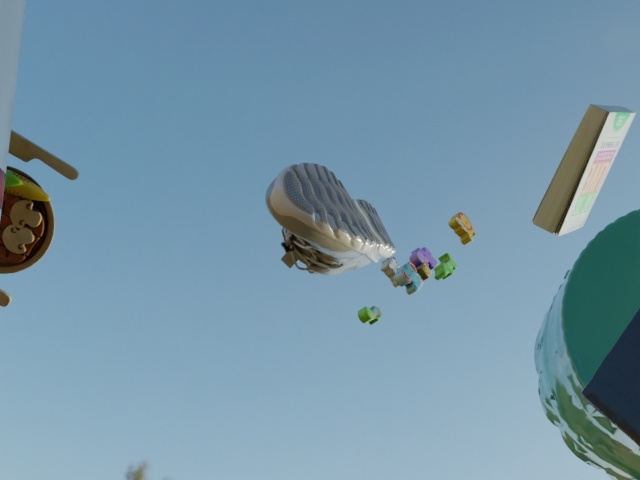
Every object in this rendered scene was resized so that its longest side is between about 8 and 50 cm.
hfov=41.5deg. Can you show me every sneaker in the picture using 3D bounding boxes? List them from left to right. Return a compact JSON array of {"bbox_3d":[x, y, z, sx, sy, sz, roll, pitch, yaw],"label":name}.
[{"bbox_3d":[0.000,0.000,0.965,0.115,0.105,0.281,-33,-23,12],"label":"sneaker"}]

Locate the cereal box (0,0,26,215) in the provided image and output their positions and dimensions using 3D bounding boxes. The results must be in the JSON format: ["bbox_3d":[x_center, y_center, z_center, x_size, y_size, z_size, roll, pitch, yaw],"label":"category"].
[{"bbox_3d":[-0.251,-0.141,0.512,0.047,0.240,0.173,-12,-27,13],"label":"cereal box"}]

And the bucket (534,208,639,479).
[{"bbox_3d":[0.348,0.104,0.809,0.281,0.281,0.183,13,-20,16],"label":"bucket"}]

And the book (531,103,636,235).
[{"bbox_3d":[0.297,-0.080,0.943,0.035,0.096,0.144,32,-65,31],"label":"book"}]

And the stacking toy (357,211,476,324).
[{"bbox_3d":[0.151,0.043,1.348,0.167,0.221,0.052,-36,-86,29],"label":"stacking toy"}]

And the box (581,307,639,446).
[{"bbox_3d":[0.267,0.074,0.483,0.156,0.158,0.093,30,6,-21],"label":"box"}]

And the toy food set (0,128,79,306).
[{"bbox_3d":[-0.359,-0.023,0.926,0.132,0.038,0.192,29,-79,-6],"label":"toy food set"}]
